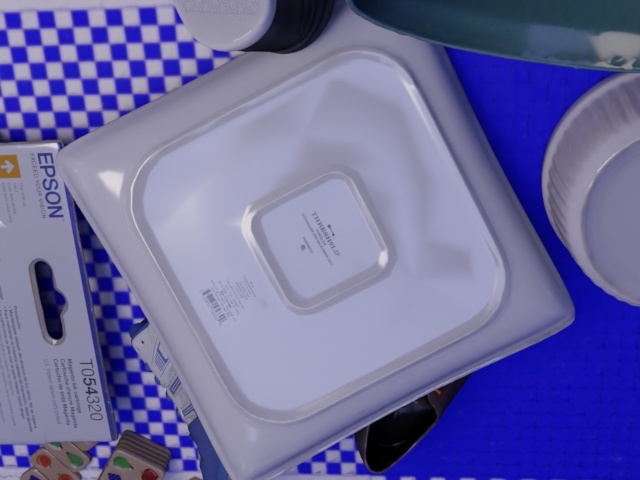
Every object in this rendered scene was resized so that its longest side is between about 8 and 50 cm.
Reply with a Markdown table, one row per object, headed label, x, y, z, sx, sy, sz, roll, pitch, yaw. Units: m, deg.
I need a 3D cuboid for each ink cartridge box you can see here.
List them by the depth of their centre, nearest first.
| label | x | y | z | sx | sy | sz | roll | pitch | yaw |
| --- | --- | --- | --- | --- | --- | --- | --- | --- | --- |
| ink cartridge box | -0.374 | 0.051 | 1.028 | 0.330 | 0.071 | 0.324 | -2 | 113 | 5 |

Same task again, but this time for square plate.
| label | x | y | z | sx | sy | sz | roll | pitch | yaw |
| --- | --- | --- | --- | --- | --- | --- | --- | --- | --- |
| square plate | 0.000 | 0.000 | 0.893 | 0.344 | 0.049 | 0.347 | -28 | 97 | 2 |

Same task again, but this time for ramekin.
| label | x | y | z | sx | sy | sz | roll | pitch | yaw |
| --- | --- | --- | --- | --- | --- | --- | --- | --- | --- |
| ramekin | 0.295 | -0.039 | 0.882 | 0.207 | 0.109 | 0.207 | 3 | 114 | 6 |

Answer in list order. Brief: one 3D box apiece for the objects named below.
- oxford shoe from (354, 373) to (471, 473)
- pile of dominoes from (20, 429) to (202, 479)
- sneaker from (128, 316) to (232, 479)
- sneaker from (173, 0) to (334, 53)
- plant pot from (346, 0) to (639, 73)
| label | x | y | z | sx | sy | sz | roll | pitch | yaw |
| --- | --- | --- | --- | --- | --- | --- | --- | --- | --- |
| oxford shoe | 0.114 | 0.107 | 0.976 | 0.097 | 0.098 | 0.271 | 23 | 115 | -4 |
| pile of dominoes | -0.249 | 0.314 | 1.149 | 0.196 | 0.040 | 0.251 | 27 | 114 | -6 |
| sneaker | -0.116 | 0.114 | 1.014 | 0.131 | 0.112 | 0.296 | 3 | 106 | 14 |
| sneaker | -0.078 | -0.273 | 0.831 | 0.104 | 0.147 | 0.296 | -21 | 79 | 20 |
| plant pot | 0.175 | -0.229 | 0.663 | 0.293 | 0.293 | 0.196 | 9 | 93 | 3 |
